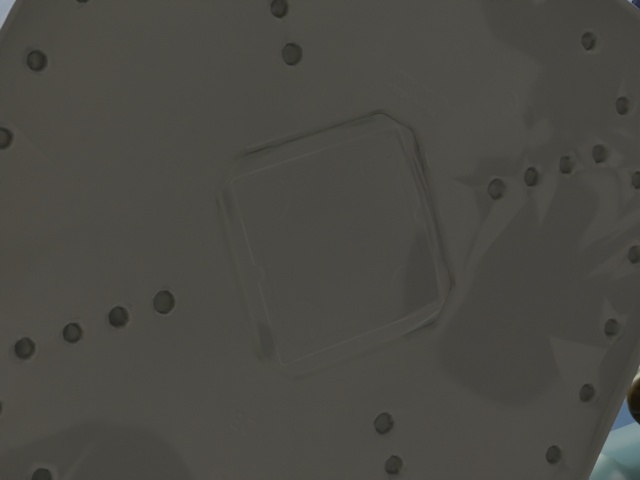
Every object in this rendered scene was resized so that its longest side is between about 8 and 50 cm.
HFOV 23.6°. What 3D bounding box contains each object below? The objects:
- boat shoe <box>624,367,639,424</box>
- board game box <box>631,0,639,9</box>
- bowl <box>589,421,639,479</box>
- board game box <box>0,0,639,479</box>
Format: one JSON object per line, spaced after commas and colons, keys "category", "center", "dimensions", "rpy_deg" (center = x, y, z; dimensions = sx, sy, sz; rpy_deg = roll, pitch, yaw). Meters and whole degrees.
{"category": "boat shoe", "center": [0.292, 0.040, 1.039], "dimensions": [0.223, 0.073, 0.080], "rpy_deg": [-36, -55, 5]}
{"category": "board game box", "center": [0.303, -0.103, 1.059], "dimensions": [0.141, 0.048, 0.170], "rpy_deg": [10, -148, -35]}
{"category": "bowl", "center": [0.278, 0.299, 1.376], "dimensions": [0.163, 0.311, 0.312], "rpy_deg": [7, -109, -25]}
{"category": "board game box", "center": [0.000, 0.000, 0.773], "dimensions": [0.390, 0.050, 0.390], "rpy_deg": [31, -100, -24]}
